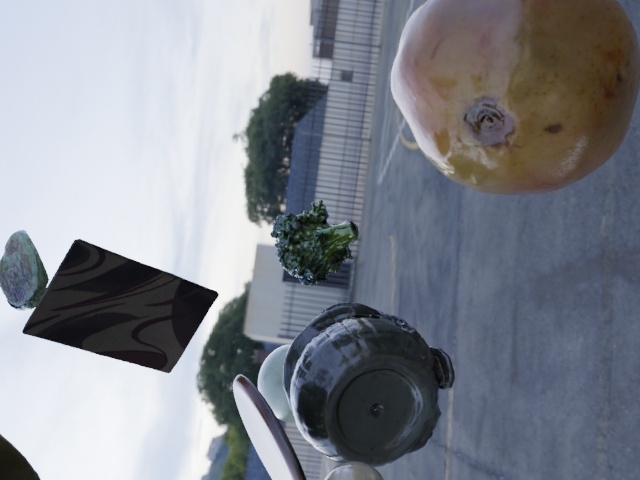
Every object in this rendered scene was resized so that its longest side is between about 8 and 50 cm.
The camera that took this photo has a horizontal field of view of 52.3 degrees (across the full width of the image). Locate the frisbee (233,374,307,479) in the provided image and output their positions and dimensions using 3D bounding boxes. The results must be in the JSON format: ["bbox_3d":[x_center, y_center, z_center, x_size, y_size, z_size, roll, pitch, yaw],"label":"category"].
[{"bbox_3d":[-0.084,0.339,1.084,0.251,0.021,0.251,50,156,33],"label":"frisbee"}]

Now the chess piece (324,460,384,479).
[{"bbox_3d":[0.029,0.420,0.867,0.261,0.143,0.143,-73,-8,-51],"label":"chess piece"}]

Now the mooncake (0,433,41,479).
[{"bbox_3d":[-0.692,0.440,1.123,0.246,0.393,0.394,-67,-34,-45],"label":"mooncake"}]

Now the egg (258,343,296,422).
[{"bbox_3d":[-0.064,0.359,1.639,0.253,0.186,0.186,103,175,-52],"label":"egg"}]

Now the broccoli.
[{"bbox_3d":[0.000,0.000,1.135,0.167,0.160,0.154,56,-149,-23],"label":"broccoli"}]

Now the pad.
[{"bbox_3d":[-0.387,0.143,1.304,0.220,0.330,0.004,-58,37,9],"label":"pad"}]

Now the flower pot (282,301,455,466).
[{"bbox_3d":[0.087,0.272,1.229,0.213,0.302,0.302,-144,59,-67],"label":"flower pot"}]

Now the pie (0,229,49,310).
[{"bbox_3d":[-0.872,0.088,1.911,0.054,0.240,0.240,1,-82,-52],"label":"pie"}]

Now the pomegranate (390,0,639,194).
[{"bbox_3d":[0.335,-0.272,1.115,0.411,0.411,0.411,-173,90,-89],"label":"pomegranate"}]
